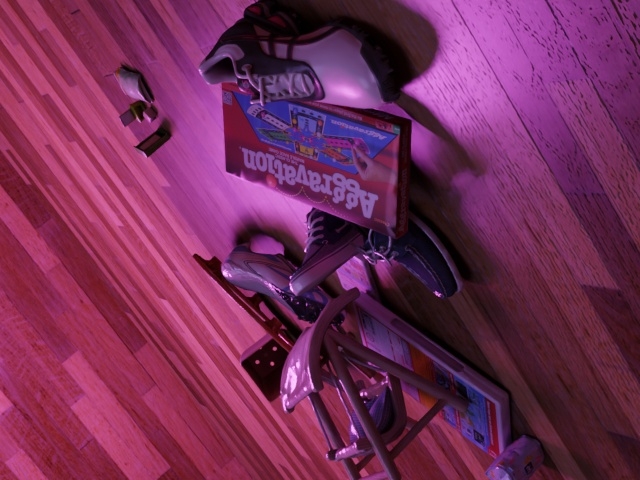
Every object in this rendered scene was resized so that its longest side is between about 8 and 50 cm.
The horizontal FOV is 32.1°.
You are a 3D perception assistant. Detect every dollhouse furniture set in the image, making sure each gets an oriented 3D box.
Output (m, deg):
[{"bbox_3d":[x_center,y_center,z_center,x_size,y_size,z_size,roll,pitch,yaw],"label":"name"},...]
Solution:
[{"bbox_3d":[-0.322,-0.222,1.922,0.076,0.058,0.152,28,152,45],"label":"dollhouse furniture set"}]

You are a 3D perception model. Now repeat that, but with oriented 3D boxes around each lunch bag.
[{"bbox_3d":[0.284,0.323,1.606,0.053,0.071,0.083,43,159,13],"label":"lunch bag"}]

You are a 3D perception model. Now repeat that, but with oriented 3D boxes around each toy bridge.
[{"bbox_3d":[0.040,0.177,1.933,0.188,0.026,0.063,47,162,7],"label":"toy bridge"}]

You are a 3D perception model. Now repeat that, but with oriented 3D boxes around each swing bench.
[{"bbox_3d":[0.051,0.234,1.700,0.255,0.165,0.253,46,161,5],"label":"swing bench"}]

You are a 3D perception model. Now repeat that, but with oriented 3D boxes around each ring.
[{"bbox_3d":[-0.105,0.134,2.047,0.336,0.032,0.336,43,177,3],"label":"ring"}]

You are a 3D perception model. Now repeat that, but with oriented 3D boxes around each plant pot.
[{"bbox_3d":[-0.100,0.245,2.264,0.109,0.109,0.096,55,173,-16],"label":"plant pot"}]

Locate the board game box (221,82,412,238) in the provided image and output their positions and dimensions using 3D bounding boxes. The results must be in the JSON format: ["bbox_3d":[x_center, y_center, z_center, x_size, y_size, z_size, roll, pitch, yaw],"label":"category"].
[{"bbox_3d":[-0.011,-0.111,1.351,0.281,0.027,0.145,22,126,35],"label":"board game box"}]

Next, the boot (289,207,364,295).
[{"bbox_3d":[0.000,0.000,1.460,0.086,0.190,0.069,50,130,4],"label":"boot"}]

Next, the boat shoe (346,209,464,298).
[{"bbox_3d":[0.076,-0.017,1.407,0.254,0.079,0.095,49,161,0],"label":"boat shoe"}]

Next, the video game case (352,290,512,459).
[{"bbox_3d":[0.171,0.210,1.690,0.285,0.025,0.204,35,157,31],"label":"video game case"}]

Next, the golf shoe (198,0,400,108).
[{"bbox_3d":[-0.023,-0.186,1.252,0.273,0.120,0.105,26,148,47],"label":"golf shoe"}]

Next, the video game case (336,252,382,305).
[{"bbox_3d":[0.051,0.049,1.689,0.087,0.011,0.122,33,156,39],"label":"video game case"}]

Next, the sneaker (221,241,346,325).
[{"bbox_3d":[-0.055,0.070,1.879,0.237,0.086,0.085,26,153,19],"label":"sneaker"}]
